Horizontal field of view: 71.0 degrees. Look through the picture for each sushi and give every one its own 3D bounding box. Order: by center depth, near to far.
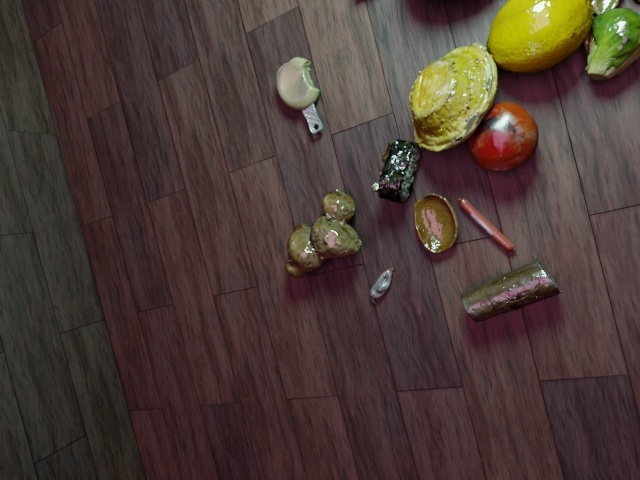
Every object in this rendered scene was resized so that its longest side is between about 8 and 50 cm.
[{"bbox_3d":[0.265,-0.234,1.539,0.115,0.147,0.213,13,85,30],"label":"sushi"}]

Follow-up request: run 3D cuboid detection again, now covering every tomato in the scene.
[{"bbox_3d":[0.545,-0.311,1.357,0.208,0.184,0.208,4,99,24],"label":"tomato"}]

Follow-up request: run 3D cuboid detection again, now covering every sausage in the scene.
[{"bbox_3d":[0.543,-0.054,1.478,0.253,0.034,0.034,48,114,12],"label":"sausage"}]

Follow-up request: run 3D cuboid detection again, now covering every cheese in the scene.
[{"bbox_3d":[-0.062,-0.534,1.681,0.163,0.082,0.286,-28,87,27],"label":"cheese"}]

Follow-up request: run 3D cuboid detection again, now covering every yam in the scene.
[{"bbox_3d":[0.601,0.162,1.430,0.279,0.131,0.131,-28,84,27],"label":"yam"}]

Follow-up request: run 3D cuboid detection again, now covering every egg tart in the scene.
[{"bbox_3d":[0.378,-0.441,1.375,0.341,0.132,0.341,-28,54,48],"label":"egg tart"}]

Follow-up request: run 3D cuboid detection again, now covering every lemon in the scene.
[{"bbox_3d":[0.611,-0.595,1.262,0.236,0.236,0.263,57,153,8],"label":"lemon"}]

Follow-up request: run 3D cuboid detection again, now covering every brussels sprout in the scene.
[{"bbox_3d":[0.805,-0.539,1.231,0.145,0.131,0.183,-4,92,32],"label":"brussels sprout"}]

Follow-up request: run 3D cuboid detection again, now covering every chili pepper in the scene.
[{"bbox_3d":[0.226,0.165,1.655,0.050,0.041,0.153,23,112,-23],"label":"chili pepper"}]

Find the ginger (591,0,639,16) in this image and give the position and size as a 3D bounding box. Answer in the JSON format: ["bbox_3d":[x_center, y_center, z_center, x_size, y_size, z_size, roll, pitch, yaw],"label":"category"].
[{"bbox_3d":[0.816,-0.794,1.153,0.413,0.211,0.358,-6,96,26],"label":"ginger"}]

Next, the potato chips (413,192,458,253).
[{"bbox_3d":[0.397,-0.062,1.538,0.150,0.049,0.202,-26,87,30],"label":"potato chips"}]

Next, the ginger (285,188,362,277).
[{"bbox_3d":[0.000,0.000,1.678,0.375,0.176,0.256,-40,61,26],"label":"ginger"}]
